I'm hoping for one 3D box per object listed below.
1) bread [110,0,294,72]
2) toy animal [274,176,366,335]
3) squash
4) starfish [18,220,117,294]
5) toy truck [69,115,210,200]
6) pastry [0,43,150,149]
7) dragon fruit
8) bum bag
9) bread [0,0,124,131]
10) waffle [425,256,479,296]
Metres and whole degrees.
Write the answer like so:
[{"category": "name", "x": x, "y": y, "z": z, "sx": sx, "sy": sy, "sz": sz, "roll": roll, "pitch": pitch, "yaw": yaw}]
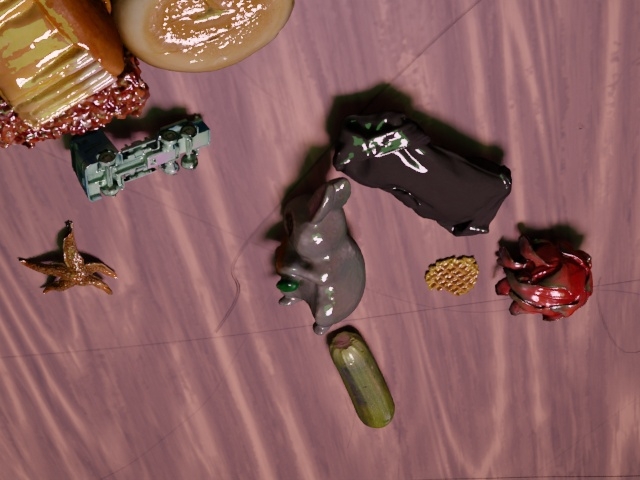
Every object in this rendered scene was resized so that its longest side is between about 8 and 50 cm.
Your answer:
[{"category": "bread", "x": -0.131, "y": -0.280, "z": 1.586, "sx": 0.213, "sy": 0.105, "sz": 0.213, "roll": -12, "pitch": 138, "yaw": -11}, {"category": "toy animal", "x": 0.000, "y": -0.002, "z": 1.932, "sx": 0.125, "sy": 0.127, "sz": 0.251, "roll": 11, "pitch": 131, "yaw": 11}, {"category": "squash", "x": 0.068, "y": 0.223, "z": 2.220, "sx": 0.066, "sy": 0.066, "sz": 0.229, "roll": -21, "pitch": 137, "yaw": 4}, {"category": "starfish", "x": -0.338, "y": 0.033, "z": 1.902, "sx": 0.133, "sy": 0.041, "sz": 0.130, "roll": -5, "pitch": 136, "yaw": -13}, {"category": "toy truck", "x": -0.227, "y": -0.118, "z": 1.767, "sx": 0.175, "sy": 0.081, "sz": 0.067, "roll": -22, "pitch": 142, "yaw": -22}, {"category": "pastry", "x": -0.306, "y": -0.178, "z": 1.643, "sx": 0.208, "sy": 0.097, "sz": 0.115, "roll": -14, "pitch": 155, "yaw": -1}, {"category": "dragon fruit", "x": 0.335, "y": 0.054, "z": 2.093, "sx": 0.142, "sy": 0.130, "sz": 0.121, "roll": -12, "pitch": 171, "yaw": -7}, {"category": "bum bag", "x": 0.141, "y": -0.096, "z": 1.895, "sx": 0.142, "sy": 0.080, "sz": 0.326, "roll": -34, "pitch": 139, "yaw": 29}, {"category": "bread", "x": -0.322, "y": -0.262, "z": 1.462, "sx": 0.156, "sy": 0.204, "sz": 0.288, "roll": -35, "pitch": 122, "yaw": 1}, {"category": "waffle", "x": 0.197, "y": 0.054, "z": 2.114, "sx": 0.085, "sy": 0.016, "sz": 0.078, "roll": 2, "pitch": 131, "yaw": -20}]
